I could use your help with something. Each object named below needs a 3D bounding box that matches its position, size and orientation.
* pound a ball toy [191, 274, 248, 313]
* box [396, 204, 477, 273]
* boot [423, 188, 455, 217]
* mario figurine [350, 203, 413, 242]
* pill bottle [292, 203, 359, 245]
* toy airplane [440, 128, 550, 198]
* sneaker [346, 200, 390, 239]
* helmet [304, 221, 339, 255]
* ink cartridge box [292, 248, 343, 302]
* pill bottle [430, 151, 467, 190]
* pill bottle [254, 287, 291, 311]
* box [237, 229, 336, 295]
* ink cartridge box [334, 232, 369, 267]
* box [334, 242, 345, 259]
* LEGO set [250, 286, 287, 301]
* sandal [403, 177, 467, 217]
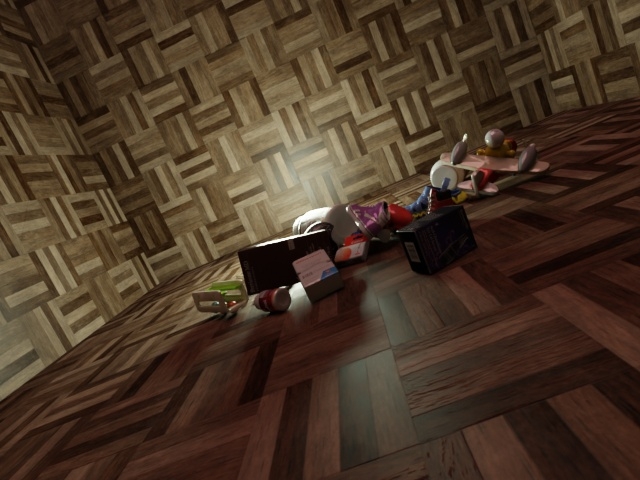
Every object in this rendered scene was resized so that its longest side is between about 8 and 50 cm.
[{"bbox_3d":[-0.407,0.250,1.921,0.319,0.136,0.208,-10,13,47],"label":"pound a ball toy"},{"bbox_3d":[0.376,-0.006,1.370,0.207,0.153,0.108,-28,11,-18],"label":"box"},{"bbox_3d":[0.430,-0.106,1.705,0.244,0.176,0.088,-26,12,-6],"label":"boot"},{"bbox_3d":[0.295,-0.037,1.940,0.320,0.170,0.198,-28,42,46],"label":"mario figurine"},{"bbox_3d":[0.022,-0.063,2.292,0.224,0.224,0.392,-29,12,-29],"label":"pill bottle"},{"bbox_3d":[0.794,-0.376,1.980,0.385,0.273,0.385,-10,31,3],"label":"toy airplane"},{"bbox_3d":[0.223,-0.121,1.877,0.161,0.102,0.282,-44,32,8],"label":"sneaker"},{"bbox_3d":[0.000,0.000,1.940,0.169,0.162,0.169,-24,12,5],"label":"helmet"},{"bbox_3d":[-0.012,0.129,1.609,0.139,0.082,0.191,-25,29,-6],"label":"ink cartridge box"},{"bbox_3d":[0.741,-0.392,2.443,0.187,0.188,0.334,-18,12,32],"label":"pill bottle"},{"bbox_3d":[-0.188,0.231,1.635,0.151,0.086,0.086,-15,13,47],"label":"pill bottle"},{"bbox_3d":[-0.136,0.085,1.762,0.380,0.191,0.143,-14,3,-5],"label":"box"},{"bbox_3d":[0.143,0.026,1.855,0.145,0.045,0.180,-17,42,33],"label":"ink cartridge box"},{"bbox_3d":[0.068,0.070,2.004,0.190,0.045,0.184,-23,9,9],"label":"box"},{"bbox_3d":[-0.241,0.213,1.952,0.244,0.060,0.182,-21,7,20],"label":"LEGO set"},{"bbox_3d":[0.550,-0.212,2.105,0.317,0.138,0.126,-22,12,19],"label":"sandal"}]
